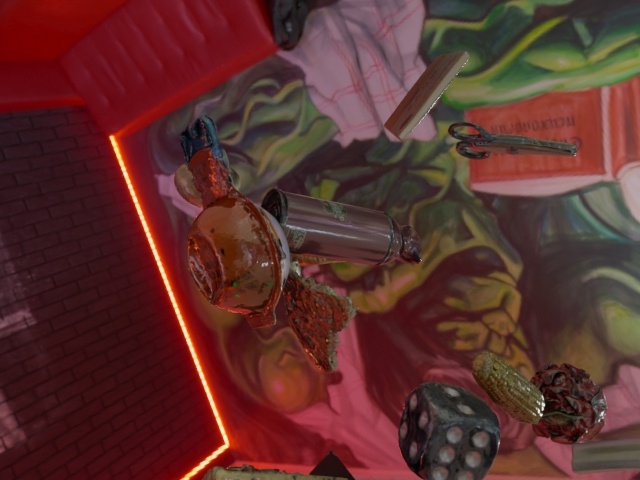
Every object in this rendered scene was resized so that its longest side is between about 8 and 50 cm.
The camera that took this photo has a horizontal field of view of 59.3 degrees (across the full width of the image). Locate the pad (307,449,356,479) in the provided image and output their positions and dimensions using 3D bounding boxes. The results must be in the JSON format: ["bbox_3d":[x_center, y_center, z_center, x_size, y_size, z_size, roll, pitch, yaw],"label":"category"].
[{"bbox_3d":[0.005,0.790,1.725,0.243,0.163,0.004,-49,146,4],"label":"pad"}]

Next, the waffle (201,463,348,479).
[{"bbox_3d":[-0.094,0.682,1.318,0.376,0.261,0.114,17,129,-23],"label":"waffle"}]

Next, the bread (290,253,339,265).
[{"bbox_3d":[0.000,0.000,1.758,0.204,0.156,0.288,-6,178,-15],"label":"bread"}]

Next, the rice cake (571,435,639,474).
[{"bbox_3d":[0.723,0.527,1.381,0.221,0.042,0.080,-30,-140,45],"label":"rice cake"}]

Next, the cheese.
[{"bbox_3d":[-0.140,-0.023,0.853,0.129,0.329,0.217,-19,179,-39],"label":"cheese"}]

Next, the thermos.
[{"bbox_3d":[0.045,-0.016,1.080,0.330,0.109,0.136,10,-177,-28],"label":"thermos"}]

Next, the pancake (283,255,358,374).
[{"bbox_3d":[0.007,0.138,1.066,0.057,0.266,0.244,-36,-168,-33],"label":"pancake"}]

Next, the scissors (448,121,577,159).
[{"bbox_3d":[0.439,-0.221,1.294,0.289,0.138,0.041,14,-112,35],"label":"scissors"}]

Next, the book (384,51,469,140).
[{"bbox_3d":[0.284,-0.407,1.579,0.269,0.032,0.389,-52,-171,12],"label":"book"}]

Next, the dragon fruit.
[{"bbox_3d":[0.692,0.450,1.604,0.233,0.234,0.293,-17,-173,19],"label":"dragon fruit"}]

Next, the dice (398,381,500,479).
[{"bbox_3d":[0.295,0.450,1.314,0.181,0.182,0.183,12,-169,-12],"label":"dice"}]

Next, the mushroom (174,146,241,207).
[{"bbox_3d":[-0.338,-0.200,1.712,0.204,0.204,0.204,-19,-174,2],"label":"mushroom"}]

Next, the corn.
[{"bbox_3d":[0.427,0.337,1.273,0.097,0.261,0.097,-35,-149,24],"label":"corn"}]
